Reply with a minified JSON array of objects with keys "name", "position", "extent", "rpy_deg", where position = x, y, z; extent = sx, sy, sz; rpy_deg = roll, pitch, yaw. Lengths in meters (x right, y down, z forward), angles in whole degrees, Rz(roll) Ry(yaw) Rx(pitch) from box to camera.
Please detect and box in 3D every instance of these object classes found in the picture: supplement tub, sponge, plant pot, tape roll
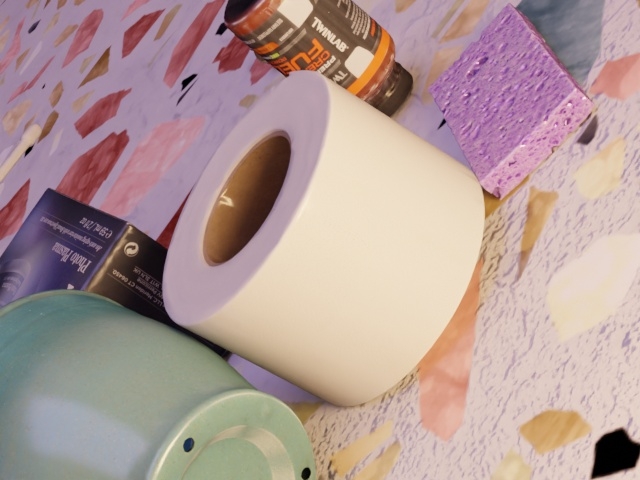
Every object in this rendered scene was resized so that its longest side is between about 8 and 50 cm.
[{"name":"supplement tub","position":[0.004,-0.202,1.515],"extent":[0.106,0.198,0.106],"rpy_deg":[-40,28,26]},{"name":"sponge","position":[0.169,-0.130,1.347],"extent":[0.117,0.031,0.210],"rpy_deg":[-45,27,15]},{"name":"plant pot","position":[-0.153,0.191,1.226],"extent":[0.255,0.271,0.272],"rpy_deg":[9,63,46]},{"name":"tape roll","position":[0.000,0.000,1.272],"extent":[0.246,0.169,0.246],"rpy_deg":[-44,28,31]}]

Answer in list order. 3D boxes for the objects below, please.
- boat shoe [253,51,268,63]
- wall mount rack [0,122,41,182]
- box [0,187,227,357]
[{"name":"boat shoe","position":[-0.052,-0.277,1.889],"extent":[0.056,0.048,0.153],"rpy_deg":[-23,43,25]},{"name":"wall mount rack","position":[-0.390,0.037,1.734],"extent":[0.304,0.350,0.130],"rpy_deg":[-34,29,-22]},{"name":"box","position":[-0.266,0.124,1.566],"extent":[0.294,0.183,0.296],"rpy_deg":[-57,26,-8]}]
